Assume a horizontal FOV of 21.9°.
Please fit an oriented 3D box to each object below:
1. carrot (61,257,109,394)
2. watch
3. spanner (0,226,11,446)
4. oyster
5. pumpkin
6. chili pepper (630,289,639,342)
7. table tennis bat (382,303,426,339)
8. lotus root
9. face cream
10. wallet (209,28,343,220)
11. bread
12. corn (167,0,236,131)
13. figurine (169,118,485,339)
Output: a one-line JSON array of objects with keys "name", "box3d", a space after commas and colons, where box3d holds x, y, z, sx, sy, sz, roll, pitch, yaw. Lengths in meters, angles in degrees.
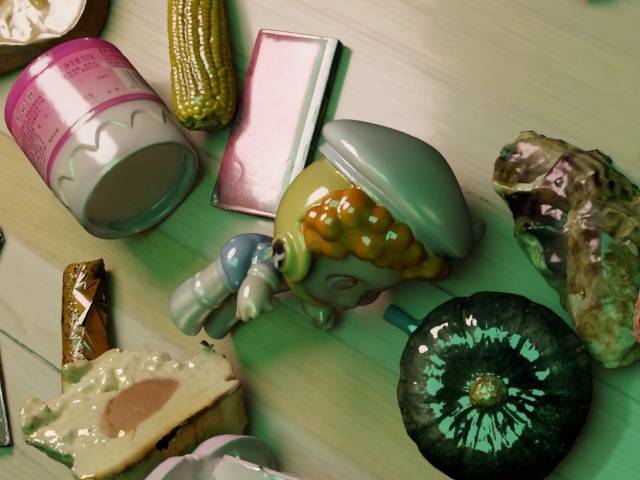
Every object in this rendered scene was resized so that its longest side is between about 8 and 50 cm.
[{"name": "carrot", "box3d": [-0.288, 0.133, 2.029, 0.069, 0.069, 0.229, -12, 71, 23]}, {"name": "watch", "box3d": [-0.063, 0.318, 1.768, 0.231, 0.244, 0.196, 14, 83, 35]}, {"name": "spanner", "box3d": [-0.431, 0.111, 2.129, 0.093, 0.026, 0.325, -20, 71, 20]}, {"name": "oyster", "box3d": [0.269, -0.010, 1.778, 0.166, 0.094, 0.294, -52, 55, 15]}, {"name": "pumpkin", "box3d": [0.181, 0.157, 1.731, 0.211, 0.152, 0.212, 4, 100, 25]}, {"name": "chili pepper", "box3d": [0.456, 0.009, 1.575, 0.305, 0.229, 0.251, 5, 95, 14]}, {"name": "table tennis bat", "box3d": [0.133, 0.118, 1.849, 0.155, 0.019, 0.100, 31, 93, 27]}, {"name": "lotus root", "box3d": [-0.428, -0.386, 2.207, 0.390, 0.111, 0.375, -48, 64, 5]}, {"name": "face cream", "box3d": [-0.267, -0.124, 2.019, 0.175, 0.175, 0.195, -45, 61, 10]}, {"name": "wallet", "box3d": [-0.055, -0.141, 2.002, 0.119, 0.025, 0.232, 12, 83, 28]}, {"name": "bread", "box3d": [-0.201, 0.194, 1.883, 0.183, 0.224, 0.211, 24, 81, 34]}, {"name": "corn", "box3d": [-0.149, -0.243, 2.046, 0.080, 0.080, 0.231, -15, 66, 23]}, {"name": "figurine", "box3d": [-0.021, -0.005, 1.840, 0.381, 0.224, 0.205, -22, 65, 21]}]
